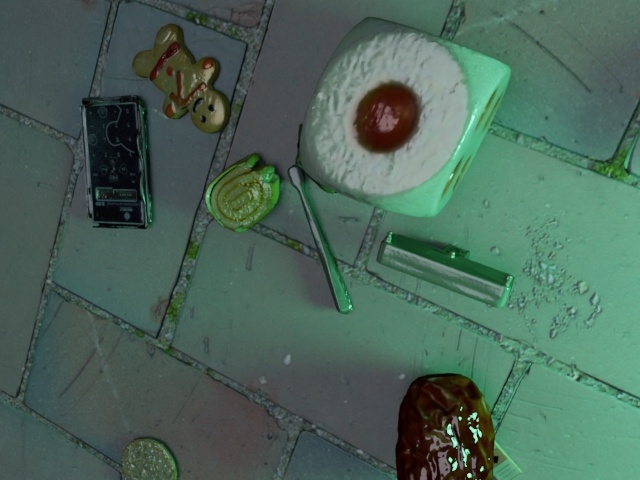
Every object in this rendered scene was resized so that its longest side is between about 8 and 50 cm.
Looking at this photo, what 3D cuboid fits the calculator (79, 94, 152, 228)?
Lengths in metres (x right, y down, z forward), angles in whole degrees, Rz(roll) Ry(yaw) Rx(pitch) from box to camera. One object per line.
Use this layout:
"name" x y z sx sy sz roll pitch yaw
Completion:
"calculator" -0.429 -0.161 1.382 0.165 0.028 0.274 2 99 21

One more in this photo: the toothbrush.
"toothbrush" 0.000 0.000 1.241 0.030 0.030 0.297 -19 92 14

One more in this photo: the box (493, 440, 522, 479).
"box" 0.316 0.394 1.189 0.083 0.012 0.046 48 112 8

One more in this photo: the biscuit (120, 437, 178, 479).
"biscuit" -0.382 0.510 1.476 0.152 0.020 0.152 4 101 22

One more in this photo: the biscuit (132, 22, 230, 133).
"biscuit" -0.263 -0.307 1.295 0.153 0.030 0.234 -41 82 24

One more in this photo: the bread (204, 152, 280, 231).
"bread" -0.144 -0.090 1.264 0.156 0.064 0.117 -34 90 21

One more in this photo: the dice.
"dice" 0.131 -0.190 1.040 0.243 0.251 0.259 26 107 14

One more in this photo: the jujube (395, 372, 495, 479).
"jujube" 0.215 0.357 1.141 0.174 0.174 0.251 -3 82 22

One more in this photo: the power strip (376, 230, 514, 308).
"power strip" 0.214 0.036 1.099 0.215 0.145 0.061 21 106 16

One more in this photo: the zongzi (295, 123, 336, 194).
"zongzi" -0.001 -0.150 1.214 0.055 0.119 0.109 -31 124 18
